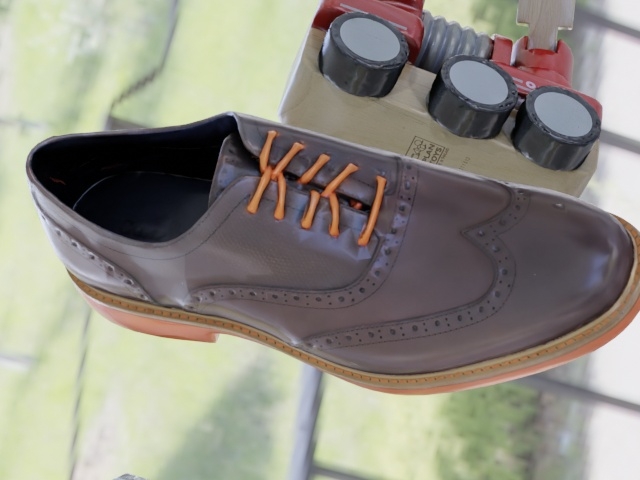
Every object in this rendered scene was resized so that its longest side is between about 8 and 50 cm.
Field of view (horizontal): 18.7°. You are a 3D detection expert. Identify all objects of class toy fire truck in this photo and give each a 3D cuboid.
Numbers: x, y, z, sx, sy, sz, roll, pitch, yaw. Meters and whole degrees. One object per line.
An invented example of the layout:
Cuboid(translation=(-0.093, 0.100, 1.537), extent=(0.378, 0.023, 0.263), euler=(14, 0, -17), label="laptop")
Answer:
Cuboid(translation=(0.103, -0.146, 1.390), extent=(0.246, 0.217, 0.158), euler=(-75, 7, -48), label="toy fire truck")

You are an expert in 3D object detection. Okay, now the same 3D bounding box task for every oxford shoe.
Cuboid(translation=(0.000, 0.000, 0.812), extent=(0.098, 0.271, 0.097), euler=(58, -141, -56), label="oxford shoe")

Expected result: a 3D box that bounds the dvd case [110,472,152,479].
Cuboid(translation=(-0.139, 0.168, 1.116), extent=(0.087, 0.119, 0.013), euler=(6, 113, 55), label="dvd case")
